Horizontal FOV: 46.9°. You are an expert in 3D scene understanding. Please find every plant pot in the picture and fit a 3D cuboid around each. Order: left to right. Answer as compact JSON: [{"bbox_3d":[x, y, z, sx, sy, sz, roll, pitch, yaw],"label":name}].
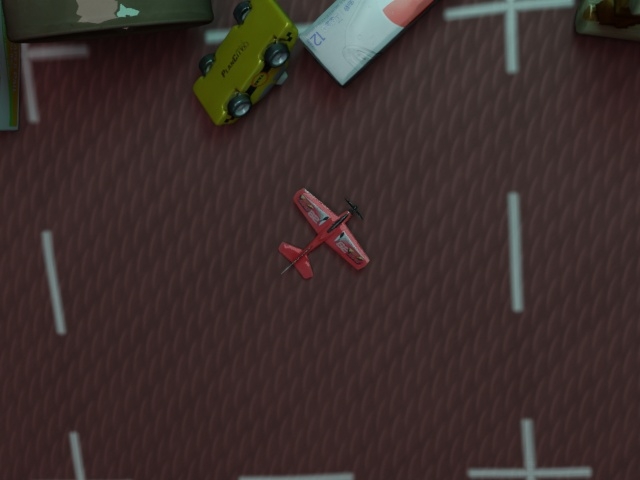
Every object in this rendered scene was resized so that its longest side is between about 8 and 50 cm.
[{"bbox_3d":[-0.281,-0.378,0.935,0.263,0.263,0.229,-6,104,5],"label":"plant pot"}]

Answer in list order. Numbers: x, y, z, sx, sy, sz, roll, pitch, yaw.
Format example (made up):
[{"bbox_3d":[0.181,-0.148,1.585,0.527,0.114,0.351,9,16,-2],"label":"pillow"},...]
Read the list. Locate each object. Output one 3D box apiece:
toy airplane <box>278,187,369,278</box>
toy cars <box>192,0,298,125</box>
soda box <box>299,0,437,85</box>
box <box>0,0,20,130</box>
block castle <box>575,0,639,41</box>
[{"bbox_3d":[0.000,0.000,1.099,0.151,0.028,0.151,1,97,5],"label":"toy airplane"},{"bbox_3d":[-0.081,-0.352,1.021,0.177,0.087,0.393,11,99,37],"label":"toy cars"},{"bbox_3d":[0.106,-0.338,1.008,0.286,0.098,0.091,-42,94,8],"label":"soda box"},{"bbox_3d":[-0.506,-0.263,1.056,0.114,0.103,0.203,5,99,3],"label":"box"},{"bbox_3d":[0.473,-0.452,0.864,0.213,0.303,0.453,7,100,2],"label":"block castle"}]
